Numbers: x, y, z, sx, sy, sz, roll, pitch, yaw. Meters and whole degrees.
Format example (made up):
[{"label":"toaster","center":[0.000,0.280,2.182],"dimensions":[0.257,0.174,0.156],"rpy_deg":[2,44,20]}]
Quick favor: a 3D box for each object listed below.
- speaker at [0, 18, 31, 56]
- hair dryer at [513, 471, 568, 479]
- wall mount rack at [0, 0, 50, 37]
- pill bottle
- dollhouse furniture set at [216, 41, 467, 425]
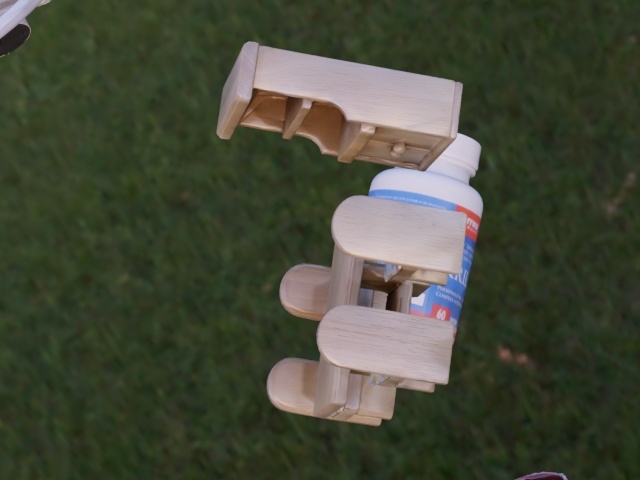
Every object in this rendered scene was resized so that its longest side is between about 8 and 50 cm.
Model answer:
[{"label":"speaker","center":[-0.283,-0.212,1.497],"dimensions":[0.055,0.055,0.136],"rpy_deg":[-27,75,0]},{"label":"hair dryer","center":[0.091,0.264,0.964],"dimensions":[0.080,0.223,0.293],"rpy_deg":[6,75,52]},{"label":"wall mount rack","center":[-0.260,-0.257,1.411],"dimensions":[0.304,0.130,0.350],"rpy_deg":[-10,31,36]},{"label":"pill bottle","center":[0.103,-0.003,1.970],"dimensions":[0.124,0.124,0.221],"rpy_deg":[6,78,37]},{"label":"dollhouse furniture set","center":[0.000,0.000,1.340],"dimensions":[0.161,0.212,0.242],"rpy_deg":[10,76,-9]}]
